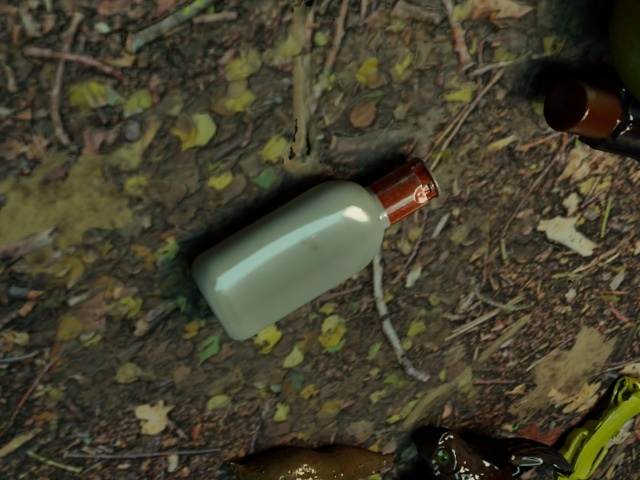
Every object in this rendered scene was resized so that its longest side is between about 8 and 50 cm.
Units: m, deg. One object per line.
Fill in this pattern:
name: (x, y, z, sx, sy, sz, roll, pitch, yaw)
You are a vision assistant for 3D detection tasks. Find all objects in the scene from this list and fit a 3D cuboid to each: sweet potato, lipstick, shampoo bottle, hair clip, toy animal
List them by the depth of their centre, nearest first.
shampoo bottle: (0.000, 0.000, 0.989, 0.221, 0.051, 0.108, -30, 137, -6)
lipstick: (0.319, -0.105, 1.091, 0.299, 0.081, 0.081, 7, 124, -42)
sweet potato: (0.004, 0.250, 1.226, 0.226, 0.068, 0.068, 4, 126, -39)
toy animal: (0.177, 0.264, 1.361, 0.218, 0.116, 0.179, -25, 118, 30)
hair clip: (0.356, 0.249, 1.487, 0.072, 0.046, 0.173, 17, 116, -40)

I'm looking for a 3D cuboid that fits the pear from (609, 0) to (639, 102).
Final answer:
pear: (0.338, -0.195, 0.973, 0.180, 0.166, 0.216, 10, 85, -13)
